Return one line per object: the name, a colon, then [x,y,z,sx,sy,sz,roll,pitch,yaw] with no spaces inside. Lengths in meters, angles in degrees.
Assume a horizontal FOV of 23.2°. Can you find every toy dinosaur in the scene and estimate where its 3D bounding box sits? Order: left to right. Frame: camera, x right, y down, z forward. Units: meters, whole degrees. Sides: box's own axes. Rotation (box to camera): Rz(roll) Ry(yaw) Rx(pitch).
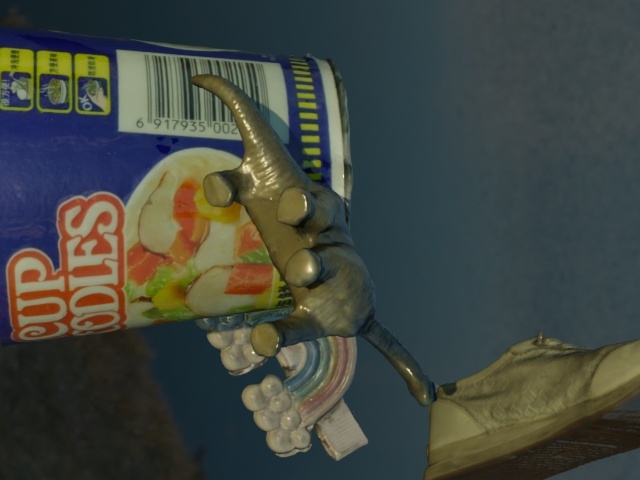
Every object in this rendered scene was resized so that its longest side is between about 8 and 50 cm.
toy dinosaur: [0.000,0.000,1.047,0.188,0.075,0.248,8,56,-65]

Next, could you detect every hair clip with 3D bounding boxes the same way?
hair clip: [-0.023,0.128,1.595,0.220,0.140,0.054,62,-9,-11]

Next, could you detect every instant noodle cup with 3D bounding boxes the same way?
instant noodle cup: [-0.142,-0.045,1.194,0.284,0.312,0.284,179,-90,-82]

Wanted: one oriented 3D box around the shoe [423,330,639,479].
shoe: [0.194,0.122,1.241,0.103,0.275,0.098,25,48,-52]
